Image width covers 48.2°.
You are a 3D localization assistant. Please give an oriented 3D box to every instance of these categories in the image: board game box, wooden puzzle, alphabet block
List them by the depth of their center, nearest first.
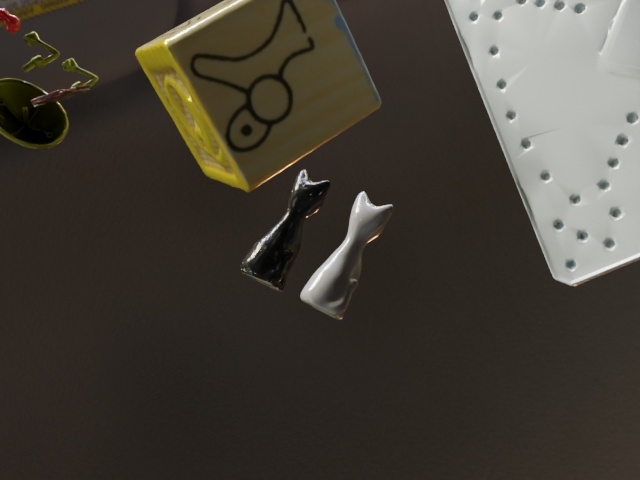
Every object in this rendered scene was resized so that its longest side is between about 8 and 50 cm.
[{"bbox_3d":[0.346,-0.202,0.691,0.050,0.390,0.390,12,-124,-51],"label":"board game box"},{"bbox_3d":[-0.301,-0.169,0.831,0.083,0.049,0.006,-15,-79,16],"label":"wooden puzzle"},{"bbox_3d":[-0.079,-0.195,0.865,0.197,0.193,0.192,-33,-70,-15],"label":"alphabet block"}]

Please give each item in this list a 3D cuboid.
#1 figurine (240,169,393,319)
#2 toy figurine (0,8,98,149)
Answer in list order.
[{"bbox_3d":[0.000,0.000,1.183,0.215,0.092,0.209,23,-98,32],"label":"figurine"},{"bbox_3d":[-0.555,-0.235,1.113,0.362,0.217,0.191,31,-129,-11],"label":"toy figurine"}]
